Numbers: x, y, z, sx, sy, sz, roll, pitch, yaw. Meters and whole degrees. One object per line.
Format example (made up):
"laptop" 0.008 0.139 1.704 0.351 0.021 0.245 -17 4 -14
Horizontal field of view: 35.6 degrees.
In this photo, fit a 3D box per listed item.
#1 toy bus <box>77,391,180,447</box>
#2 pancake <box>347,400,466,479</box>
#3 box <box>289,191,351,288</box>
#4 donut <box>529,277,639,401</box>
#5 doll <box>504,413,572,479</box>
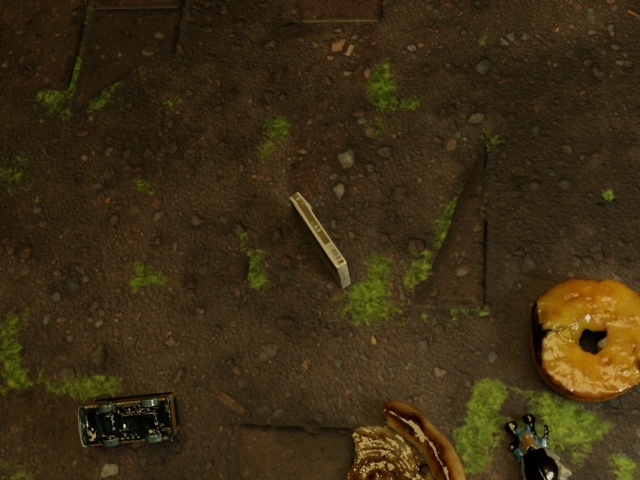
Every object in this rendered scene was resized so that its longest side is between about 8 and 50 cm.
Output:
"toy bus" -0.374 0.349 1.959 0.182 0.103 0.091 -6 92 4
"pancake" 0.176 0.414 1.880 0.257 0.056 0.212 13 65 14
"box" 0.000 0.000 2.085 0.029 0.109 0.198 -30 64 -8
"donut" 0.519 0.191 1.915 0.253 0.118 0.254 -3 65 7
"doll" 0.405 0.416 1.843 0.096 0.070 0.195 -28 55 10
